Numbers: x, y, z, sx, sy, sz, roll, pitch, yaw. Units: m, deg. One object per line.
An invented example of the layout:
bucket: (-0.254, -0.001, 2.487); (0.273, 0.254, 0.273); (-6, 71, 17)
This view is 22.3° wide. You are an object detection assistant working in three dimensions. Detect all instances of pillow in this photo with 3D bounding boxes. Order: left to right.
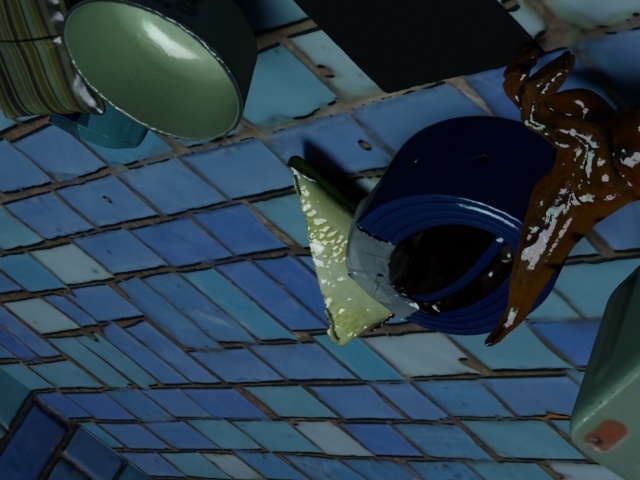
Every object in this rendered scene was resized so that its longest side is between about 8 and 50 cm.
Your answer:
pillow: (-0.337, -0.239, 1.864); (0.212, 0.052, 0.208); (3, 114, 47)

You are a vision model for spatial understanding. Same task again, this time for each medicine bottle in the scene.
medicine bottle: (-0.243, -0.186, 1.914); (0.124, 0.079, 0.258); (31, 156, -5)

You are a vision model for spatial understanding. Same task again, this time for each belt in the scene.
belt: (0.156, -0.010, 1.766); (0.212, 0.117, 0.347); (31, 156, -8)

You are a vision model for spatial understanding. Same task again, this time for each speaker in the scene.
speaker: (0.392, 0.079, 1.494); (0.183, 0.184, 0.406); (32, 143, -3)

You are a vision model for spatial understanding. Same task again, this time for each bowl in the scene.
bowl: (-0.155, -0.214, 1.708); (0.211, 0.112, 0.211); (21, 150, 12)

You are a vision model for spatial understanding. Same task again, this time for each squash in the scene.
squash: (0.000, 0.000, 1.980); (0.252, 0.093, 0.169); (40, 123, -23)

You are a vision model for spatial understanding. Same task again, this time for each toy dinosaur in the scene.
toy dinosaur: (0.240, -0.080, 1.501); (0.208, 0.097, 0.432); (45, 132, -8)

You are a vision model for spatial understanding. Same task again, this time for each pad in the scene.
pad: (0.087, -0.213, 1.584); (0.164, 0.004, 0.243); (43, 153, -26)
